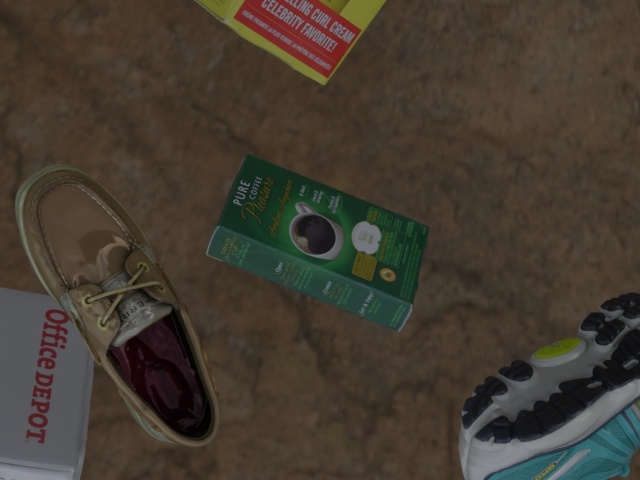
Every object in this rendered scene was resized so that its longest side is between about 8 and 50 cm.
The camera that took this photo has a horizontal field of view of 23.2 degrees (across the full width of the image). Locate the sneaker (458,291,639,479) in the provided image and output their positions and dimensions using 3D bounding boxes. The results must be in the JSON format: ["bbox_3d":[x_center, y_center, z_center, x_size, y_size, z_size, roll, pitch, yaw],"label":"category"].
[{"bbox_3d":[0.222,0.121,1.194,0.275,0.107,0.110,-23,128,-19],"label":"sneaker"}]

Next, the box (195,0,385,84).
[{"bbox_3d":[0.030,-0.195,0.753,0.232,0.058,0.087,-53,139,8],"label":"box"}]

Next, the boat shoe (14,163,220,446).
[{"bbox_3d":[-0.078,0.028,0.647,0.050,0.045,0.135,-37,112,-15],"label":"boat shoe"}]

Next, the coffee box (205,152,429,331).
[{"bbox_3d":[0.000,0.000,1.377,0.184,0.113,0.040,21,132,-5],"label":"coffee box"}]

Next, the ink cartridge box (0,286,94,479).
[{"bbox_3d":[-0.330,0.126,1.140,0.308,0.223,0.129,11,118,-10],"label":"ink cartridge box"}]
